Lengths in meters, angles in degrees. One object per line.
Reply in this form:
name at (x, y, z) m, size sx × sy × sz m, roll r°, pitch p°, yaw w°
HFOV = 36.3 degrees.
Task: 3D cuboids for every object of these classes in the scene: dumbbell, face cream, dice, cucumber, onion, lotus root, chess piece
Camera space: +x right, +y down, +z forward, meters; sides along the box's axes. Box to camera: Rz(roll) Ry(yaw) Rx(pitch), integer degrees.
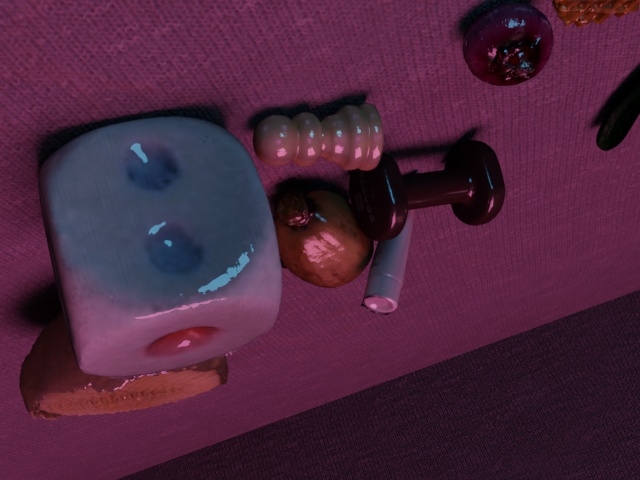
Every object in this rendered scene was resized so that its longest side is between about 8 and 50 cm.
dumbbell at (0.167, -0.080, 1.531) m, size 0.225 × 0.140 × 0.124 m, roll -8°, pitch 167°, yaw -25°
face cream at (0.121, 0.004, 1.601) m, size 0.058 × 0.244 × 0.092 m, roll 22°, pitch 148°, yaw -12°
dice at (-0.211, 0.013, 1.262) m, size 0.264 × 0.263 × 0.268 m, roll -13°, pitch 161°, yaw -16°
cucumber at (0.510, -0.231, 1.568) m, size 0.056 × 0.056 × 0.284 m, roll -11°, pitch 154°, yaw -19°
onion at (0.238, -0.243, 1.231) m, size 0.115 × 0.104 × 0.115 m, roll -11°, pitch 142°, yaw -9°
lotus root at (0.000, 0.000, 1.587) m, size 0.154 × 0.140 × 0.257 m, roll -15°, pitch 155°, yaw 19°
chess piece at (-0.008, -0.134, 1.318) m, size 0.170 × 0.094 × 0.094 m, roll -7°, pitch 157°, yaw -20°

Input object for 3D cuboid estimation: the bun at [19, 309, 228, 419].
bun at (-0.333, 0.179, 1.668) m, size 0.364 × 0.202 × 0.364 m, roll -13°, pitch 165°, yaw -4°

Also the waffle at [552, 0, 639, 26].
waffle at (0.374, -0.331, 1.215) m, size 0.191 × 0.038 × 0.191 m, roll -16°, pitch 160°, yaw -6°
